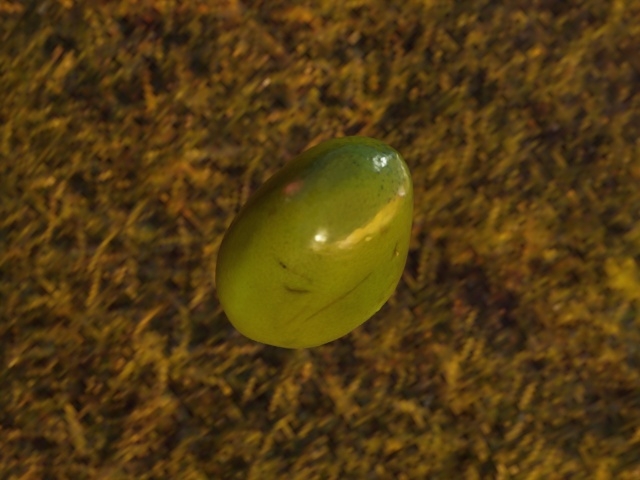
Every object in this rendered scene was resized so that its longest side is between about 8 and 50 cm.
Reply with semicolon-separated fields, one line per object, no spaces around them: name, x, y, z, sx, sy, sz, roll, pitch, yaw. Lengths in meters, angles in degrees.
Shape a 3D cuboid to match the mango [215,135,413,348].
mango;-0.006;0.003;1.014;0.117;0.163;0.089;-20;61;-15
